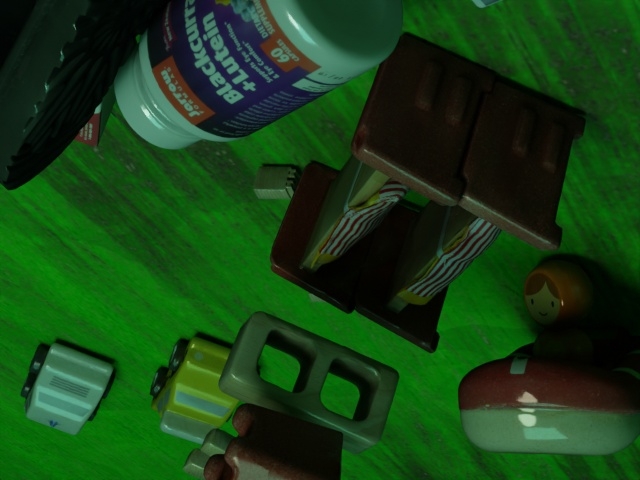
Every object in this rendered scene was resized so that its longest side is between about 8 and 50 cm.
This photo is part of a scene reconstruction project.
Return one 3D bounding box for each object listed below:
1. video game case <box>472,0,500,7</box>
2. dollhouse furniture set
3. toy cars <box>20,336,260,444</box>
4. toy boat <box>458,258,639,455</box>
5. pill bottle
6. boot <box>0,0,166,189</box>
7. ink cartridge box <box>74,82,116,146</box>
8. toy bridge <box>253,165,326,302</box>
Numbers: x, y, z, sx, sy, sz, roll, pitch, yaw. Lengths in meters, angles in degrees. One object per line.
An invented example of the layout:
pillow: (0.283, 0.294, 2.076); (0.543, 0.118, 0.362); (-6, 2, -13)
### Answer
video game case: (0.105, -0.218, 0.599); (0.173, 0.022, 0.190); (-15, 138, 40)
dollhouse furniture set: (0.033, 0.073, 0.761); (0.152, 0.374, 0.201); (25, 149, -8)
toy cars: (-0.233, 0.194, 1.338); (0.394, 0.087, 0.176); (-5, 143, 30)
toy boat: (0.204, 0.091, 0.944); (0.151, 0.151, 0.231); (-5, -174, 30)
pill bottle: (-0.049, -0.127, 0.726); (0.108, 0.108, 0.193); (34, 144, -29)
boot: (-0.204, -0.216, 0.636); (0.260, 0.131, 0.348); (42, 122, 0)
ink cartridge box: (-0.221, -0.135, 0.837); (0.135, 0.056, 0.099); (17, 150, -4)
toy bridge: (0.000, 0.000, 0.988); (0.063, 0.026, 0.188); (1, 146, 20)
